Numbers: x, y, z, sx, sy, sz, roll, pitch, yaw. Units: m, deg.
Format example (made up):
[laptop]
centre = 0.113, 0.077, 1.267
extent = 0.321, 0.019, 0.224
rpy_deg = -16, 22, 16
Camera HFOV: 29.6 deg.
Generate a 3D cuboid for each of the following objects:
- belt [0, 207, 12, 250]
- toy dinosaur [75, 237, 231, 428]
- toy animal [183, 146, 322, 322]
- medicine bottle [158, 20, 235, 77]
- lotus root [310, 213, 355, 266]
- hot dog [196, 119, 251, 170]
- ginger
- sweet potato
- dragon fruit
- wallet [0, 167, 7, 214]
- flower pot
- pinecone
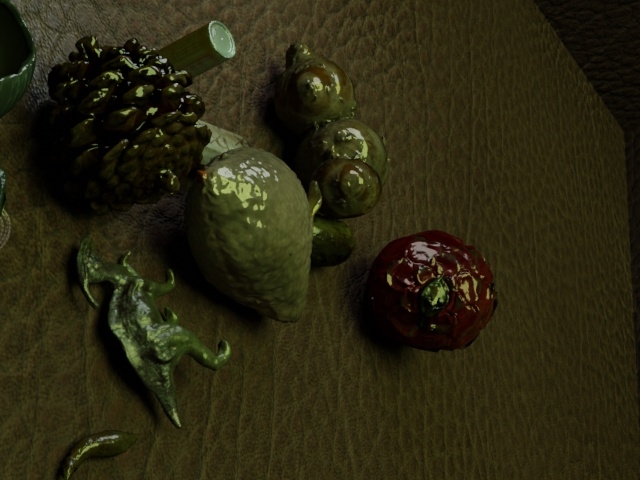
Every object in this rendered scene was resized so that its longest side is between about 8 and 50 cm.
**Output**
[belt]
centre = -0.438, 0.048, 1.485
extent = 0.071, 0.053, 0.232
rpy_deg = 38, 40, -35
[toy dinosaur]
centre = -0.248, 0.117, 1.728
extent = 0.294, 0.077, 0.162
rpy_deg = 52, 37, -2
[toy animal]
centre = -0.111, -0.029, 1.896
extent = 0.358, 0.188, 0.227
rpy_deg = 63, 30, -56
[medicine bottle]
centre = -0.231, -0.262, 1.831
extent = 0.074, 0.218, 0.074
rpy_deg = 35, 44, -42
[lotus root]
centre = 0.000, 0.000, 2.166
extent = 0.179, 0.089, 0.080
rpy_deg = 15, 17, -49
[hot dog]
centre = -0.182, -0.152, 2.001
extent = 0.191, 0.059, 0.108
rpy_deg = 16, 46, -49
[ginger]
centre = 0.016, -0.201, 2.216
extent = 0.256, 0.176, 0.375
rpy_deg = 40, 29, -72
[sweet potato]
centre = -0.292, 0.274, 1.595
extent = 0.041, 0.038, 0.153
rpy_deg = 50, 30, 13
[dragon fruit]
centre = 0.214, 0.103, 2.300
extent = 0.299, 0.244, 0.244
rpy_deg = 15, 60, -54
[wallet]
centre = -0.464, -0.005, 1.428
extent = 0.160, 0.055, 0.236
rpy_deg = 15, 52, -19
[flower pot]
centre = -0.463, -0.226, 1.505
extent = 0.189, 0.157, 0.243
rpy_deg = 62, 32, -9
[pinecone]
centre = -0.272, -0.164, 1.710
extent = 0.243, 0.243, 0.257
rpy_deg = 38, 23, -41
